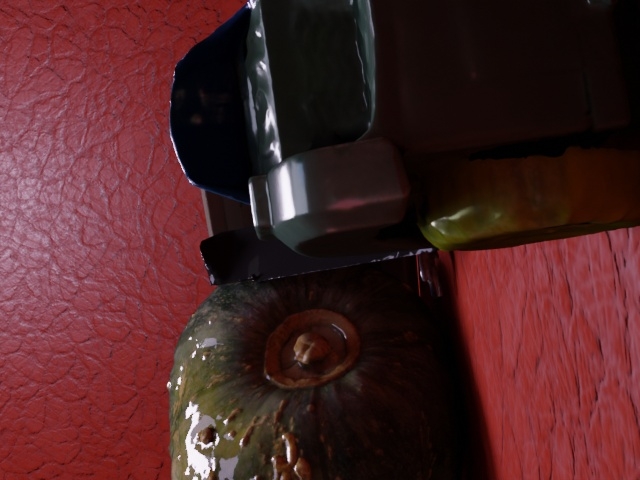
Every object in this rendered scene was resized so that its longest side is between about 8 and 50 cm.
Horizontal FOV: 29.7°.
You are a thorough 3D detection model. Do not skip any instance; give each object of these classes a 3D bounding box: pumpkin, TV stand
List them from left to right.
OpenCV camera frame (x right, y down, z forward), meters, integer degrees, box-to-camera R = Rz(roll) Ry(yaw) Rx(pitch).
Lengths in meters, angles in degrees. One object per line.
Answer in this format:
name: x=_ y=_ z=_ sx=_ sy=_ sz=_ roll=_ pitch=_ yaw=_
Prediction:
pumpkin: x=-0.009 y=0.185 z=1.154 sx=0.257 sy=0.291 sz=0.328 roll=73 pitch=-163 yaw=-49
TV stand: x=0.000 y=0.000 z=1.056 sx=0.040 sy=0.256 sz=0.049 roll=-26 pitch=-77 yaw=-50

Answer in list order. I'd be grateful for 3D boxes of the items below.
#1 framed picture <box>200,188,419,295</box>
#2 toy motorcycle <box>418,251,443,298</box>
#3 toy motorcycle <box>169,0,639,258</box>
framed picture: x=0.000 y=0.034 z=1.302 sx=0.024 sy=0.232 sz=0.315 roll=-135 pitch=32 yaw=-56
toy motorcycle: x=0.032 y=-0.139 z=1.112 sx=0.207 sy=0.134 sz=0.401 roll=49 pitch=-145 yaw=-82
toy motorcycle: x=0.023 y=-0.077 z=0.568 sx=0.326 sy=0.200 sz=0.191 roll=114 pitch=148 yaw=-83
